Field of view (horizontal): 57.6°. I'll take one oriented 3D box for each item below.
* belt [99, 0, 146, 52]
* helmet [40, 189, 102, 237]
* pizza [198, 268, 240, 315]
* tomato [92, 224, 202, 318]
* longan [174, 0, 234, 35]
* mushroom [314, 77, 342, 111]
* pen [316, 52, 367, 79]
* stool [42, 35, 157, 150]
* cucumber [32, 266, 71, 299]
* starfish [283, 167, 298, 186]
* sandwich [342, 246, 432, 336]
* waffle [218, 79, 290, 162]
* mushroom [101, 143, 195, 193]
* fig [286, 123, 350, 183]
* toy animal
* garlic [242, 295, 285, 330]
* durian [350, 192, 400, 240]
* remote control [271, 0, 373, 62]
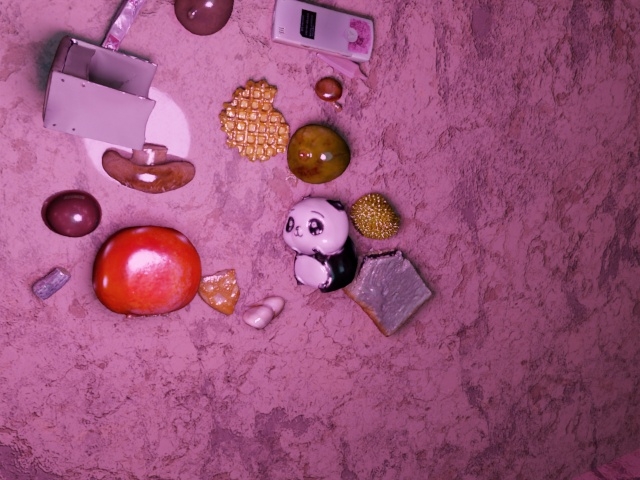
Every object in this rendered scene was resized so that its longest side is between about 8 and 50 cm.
[{"bbox_3d":[-0.575,-0.627,1.682,0.053,0.071,0.232,28,98,-33],"label":"belt"},{"bbox_3d":[-0.758,-0.072,1.764,0.175,0.106,0.154,10,102,-19],"label":"helmet"},{"bbox_3d":[-0.348,0.159,2.020,0.182,0.062,0.161,36,99,-21],"label":"pizza"},{"bbox_3d":[-0.537,0.097,1.809,0.326,0.293,0.289,2,91,-16],"label":"tomato"},{"bbox_3d":[-0.336,-0.693,1.695,0.189,0.189,0.189,-6,108,-19],"label":"longan"},{"bbox_3d":[0.044,-0.491,1.956,0.129,0.073,0.088,46,53,-29],"label":"mushroom"},{"bbox_3d":[0.077,-0.591,1.958,0.197,0.032,0.053,26,95,-23],"label":"pen"},{"bbox_3d":[-0.603,-0.408,1.613,0.270,0.243,0.170,11,126,-24],"label":"stool"},{"bbox_3d":[-0.836,0.132,1.818,0.112,0.064,0.064,-38,116,-7],"label":"cucumber"},{"bbox_3d":[-0.085,-0.230,2.020,0.086,0.016,0.092,-1,104,-23],"label":"starfish"},{"bbox_3d":[0.243,0.170,2.204,0.262,0.131,0.325,-43,115,-2],"label":"sandwich"},{"bbox_3d":[-0.200,-0.383,1.905,0.253,0.056,0.249,39,91,-24],"label":"waffle"},{"bbox_3d":[-0.520,-0.209,1.784,0.286,0.151,0.155,5,106,-22],"label":"mushroom"},{"bbox_3d":[0.003,-0.290,1.952,0.225,0.203,0.202,-19,117,-51],"label":"fig"},{"bbox_3d":[0.000,0.000,2.011,0.251,0.251,0.309,-12,111,-17],"label":"toy animal"},{"bbox_3d":[-0.201,0.254,2.074,0.174,0.124,0.099,-40,102,-34],"label":"garlic"},{"bbox_3d":[0.197,-0.075,2.101,0.159,0.146,0.198,-43,112,-2],"label":"durian"},{"bbox_3d":[0.012,-0.677,1.882,0.344,0.050,0.145,7,88,-23],"label":"remote control"}]
